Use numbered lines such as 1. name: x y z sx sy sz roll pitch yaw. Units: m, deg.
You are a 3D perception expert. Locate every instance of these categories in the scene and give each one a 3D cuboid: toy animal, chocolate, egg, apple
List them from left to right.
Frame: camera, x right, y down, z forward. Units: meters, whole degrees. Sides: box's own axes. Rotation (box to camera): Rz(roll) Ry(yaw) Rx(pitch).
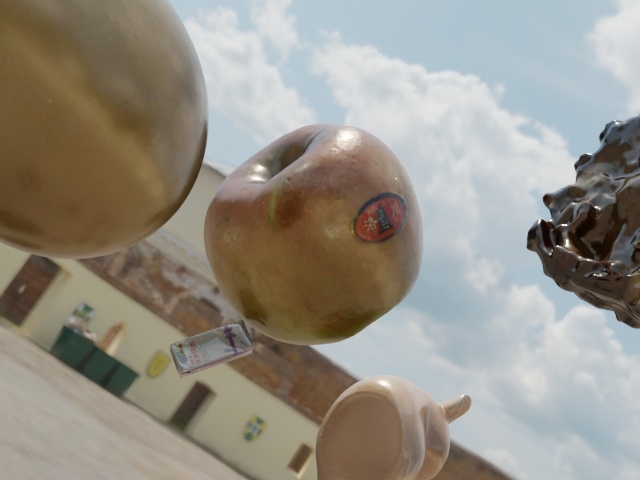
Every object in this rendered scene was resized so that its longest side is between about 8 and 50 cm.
1. egg: -0.277 -0.162 0.922 0.374 0.301 0.301 67 -19 -6
2. apple: 0.000 0.000 1.384 0.338 0.338 0.305 11 -45 59
3. toy animal: 0.116 0.327 1.463 0.195 0.213 0.256 2 -14 24
4. chocolate: 0.224 -0.019 0.572 0.177 0.206 0.224 -5 21 -12

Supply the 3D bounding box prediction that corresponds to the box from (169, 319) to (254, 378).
1. box: -0.159 0.159 1.323 0.050 0.117 0.036 65 -19 18
